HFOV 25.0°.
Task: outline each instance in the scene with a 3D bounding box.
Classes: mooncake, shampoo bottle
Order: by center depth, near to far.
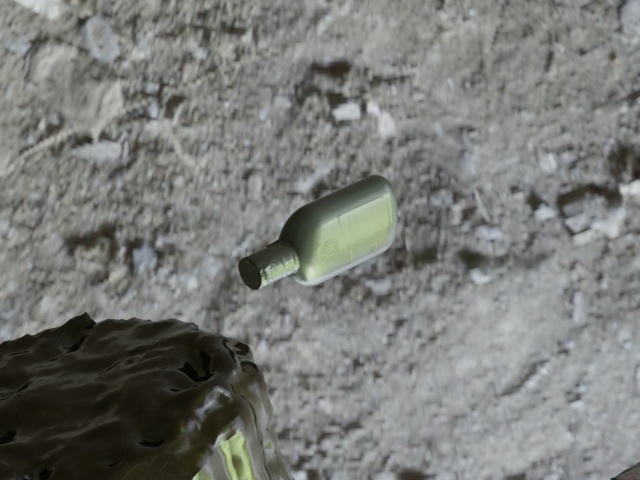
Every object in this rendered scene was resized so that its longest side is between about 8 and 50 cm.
[{"bbox_3d":[-0.186,0.195,1.145,0.324,0.324,0.187,-12,114,5],"label":"mooncake"},{"bbox_3d":[0.000,0.000,1.285,0.165,0.040,0.080,-25,129,-36],"label":"shampoo bottle"}]

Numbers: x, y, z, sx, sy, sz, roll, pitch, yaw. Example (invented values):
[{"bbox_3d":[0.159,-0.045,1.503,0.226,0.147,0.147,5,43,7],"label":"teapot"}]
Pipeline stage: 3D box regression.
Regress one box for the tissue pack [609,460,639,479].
[{"bbox_3d":[0.380,0.323,1.617,0.116,0.065,0.155,-20,113,-40],"label":"tissue pack"}]
